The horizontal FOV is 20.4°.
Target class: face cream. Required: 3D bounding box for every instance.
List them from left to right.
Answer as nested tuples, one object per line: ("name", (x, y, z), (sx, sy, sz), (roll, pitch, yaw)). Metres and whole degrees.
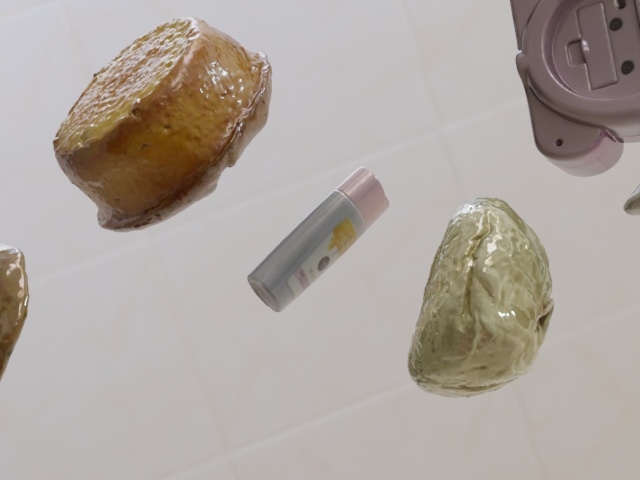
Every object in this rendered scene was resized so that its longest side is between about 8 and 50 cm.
("face cream", (0.000, 0.000, 2.157), (0.057, 0.198, 0.084), (38, -15, 32))

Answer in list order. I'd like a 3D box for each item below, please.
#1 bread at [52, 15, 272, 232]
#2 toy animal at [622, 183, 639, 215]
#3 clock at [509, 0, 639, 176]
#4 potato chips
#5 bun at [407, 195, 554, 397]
("bread", (-0.202, -0.152, 2.299), (0.172, 0.312, 0.312), (44, 5, -25))
("toy animal", (0.437, -0.086, 1.888), (0.206, 0.272, 0.265), (-7, -103, 51))
("clock", (0.414, -0.256, 2.300), (0.113, 0.322, 0.295), (27, 51, -57))
("potato chips", (-0.375, 0.095, 1.827), (0.062, 0.208, 0.195), (26, 36, -37))
("bun", (0.172, 0.064, 1.819), (0.220, 0.134, 0.220), (17, 90, -85))
